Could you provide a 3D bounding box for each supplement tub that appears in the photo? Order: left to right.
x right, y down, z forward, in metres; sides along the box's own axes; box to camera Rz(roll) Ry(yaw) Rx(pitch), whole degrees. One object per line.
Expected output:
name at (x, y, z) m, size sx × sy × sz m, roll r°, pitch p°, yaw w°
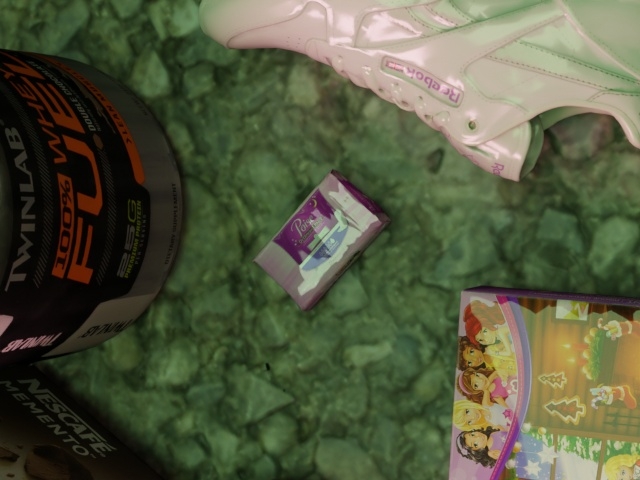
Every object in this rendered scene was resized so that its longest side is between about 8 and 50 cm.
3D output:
supplement tub at (-0.235, -0.018, 1.105) m, size 0.207 × 0.338 × 0.207 m, roll 1°, pitch 93°, yaw 18°

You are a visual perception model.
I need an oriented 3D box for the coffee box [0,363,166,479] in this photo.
coffee box at (-0.163, 0.209, 1.142) m, size 0.297 × 0.168 × 0.119 m, roll 37°, pitch 111°, yaw 28°

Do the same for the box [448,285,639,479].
box at (0.178, 0.181, 1.118) m, size 0.201 × 0.057 × 0.293 m, roll 4°, pitch 94°, yaw 19°

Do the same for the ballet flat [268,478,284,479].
ballet flat at (0.004, 0.252, 1.178) m, size 0.067 × 0.073 × 0.206 m, roll -12°, pitch 92°, yaw -4°

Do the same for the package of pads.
package of pads at (0.000, 0.000, 1.186) m, size 0.050 × 0.032 × 0.083 m, roll 44°, pitch 104°, yaw 11°

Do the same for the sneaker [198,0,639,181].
sneaker at (0.067, -0.114, 1.116) m, size 0.305 × 0.114 × 0.152 m, roll 2°, pitch 91°, yaw 19°
